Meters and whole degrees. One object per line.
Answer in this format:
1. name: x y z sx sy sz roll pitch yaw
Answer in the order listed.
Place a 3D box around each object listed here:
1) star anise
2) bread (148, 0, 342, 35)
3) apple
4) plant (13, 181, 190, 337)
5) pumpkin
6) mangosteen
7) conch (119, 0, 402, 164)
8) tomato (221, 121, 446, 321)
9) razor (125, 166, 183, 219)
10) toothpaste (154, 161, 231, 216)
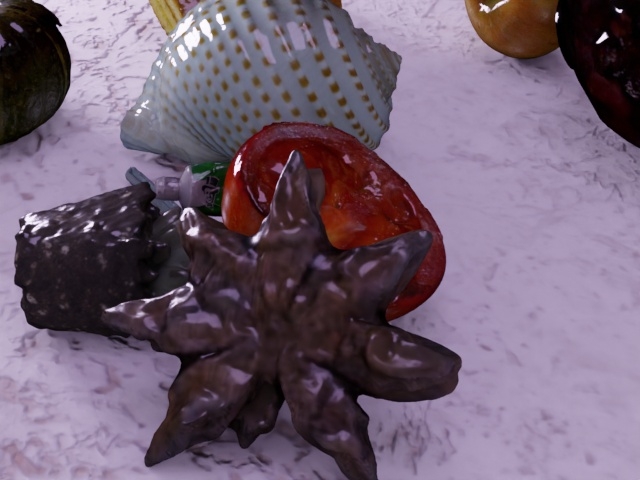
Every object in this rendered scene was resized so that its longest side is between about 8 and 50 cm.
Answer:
1. star anise: -0.035 0.090 1.036 0.315 0.108 0.315 -1 80 4
2. bread: -0.102 -0.333 1.622 0.234 0.110 0.184 -16 66 -25
3. apple: 0.289 -0.340 1.670 0.155 0.182 0.182 2 32 -37
4. plant: -0.189 0.021 1.158 0.195 0.129 0.132 -2 37 -4
5. pumpkin: -0.409 -0.213 1.425 0.238 0.159 0.238 0 39 0
6. mangosteen: 0.477 -0.283 1.459 0.381 0.381 0.421 18 22 17
7. conch: -0.068 -0.202 1.417 0.319 0.215 0.303 6 26 0
8. tomato: 0.000 0.000 1.200 0.233 0.139 0.200 46 41 6
9. razor: -0.151 -0.027 1.316 0.084 0.036 0.211 -7 29 -42
10. toothpaste: -0.055 -0.055 1.298 0.248 0.078 0.047 0 14 -19
